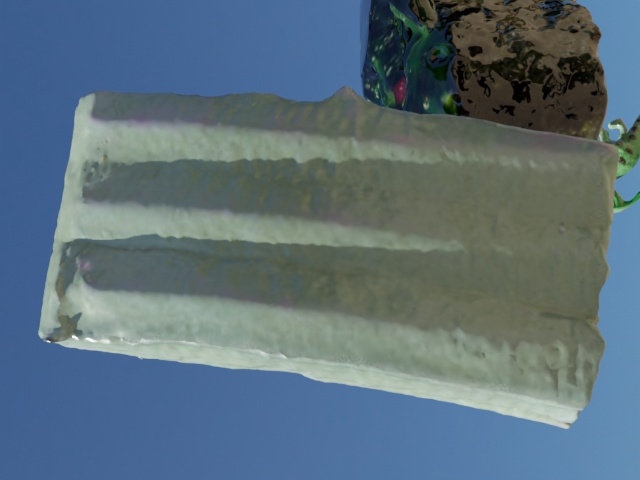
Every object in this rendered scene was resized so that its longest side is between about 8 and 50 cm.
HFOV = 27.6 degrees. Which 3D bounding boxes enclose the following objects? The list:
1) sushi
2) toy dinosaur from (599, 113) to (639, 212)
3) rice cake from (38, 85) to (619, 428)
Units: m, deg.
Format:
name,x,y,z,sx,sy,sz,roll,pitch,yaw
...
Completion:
name,x,y,z,sx,sy,sz,roll,pitch,yaw
sushi,0.090,-0.116,0.805,0.124,0.127,0.225,97,168,-44
toy dinosaur,0.197,-0.054,0.837,0.021,0.083,0.062,40,-156,-58
rice cake,0.000,0.000,0.542,0.043,0.237,0.127,69,-151,-68
